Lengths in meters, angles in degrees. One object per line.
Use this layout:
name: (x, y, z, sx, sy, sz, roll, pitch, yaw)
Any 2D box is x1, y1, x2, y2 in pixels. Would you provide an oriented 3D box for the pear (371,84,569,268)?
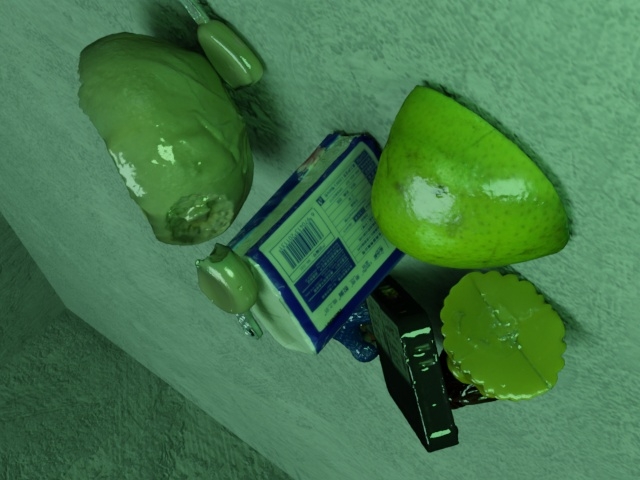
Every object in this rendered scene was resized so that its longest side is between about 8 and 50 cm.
pear: (0.192, -0.029, 1.396, 0.239, 0.139, 0.288, 24, 154, 24)

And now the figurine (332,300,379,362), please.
figurine: (0.023, 0.128, 1.986, 0.262, 0.121, 0.164, 46, 155, -5)

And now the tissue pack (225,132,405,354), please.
tissue pack: (0.000, 0.000, 1.591, 0.137, 0.270, 0.209, 15, 147, 48)

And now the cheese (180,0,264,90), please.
cheese: (-0.161, -0.308, 1.628, 0.192, 0.037, 0.097, 51, 157, -20)

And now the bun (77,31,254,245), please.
bun: (-0.222, -0.176, 1.732, 0.364, 0.202, 0.364, 64, -177, -7)

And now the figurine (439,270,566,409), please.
figurine: (0.255, 0.173, 1.664, 0.187, 0.168, 0.315, 29, 166, 9)

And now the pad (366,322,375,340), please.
pad: (0.096, 0.163, 2.094, 0.211, 0.003, 0.143, 51, 158, -19)

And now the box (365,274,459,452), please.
box: (0.137, 0.183, 1.725, 0.350, 0.058, 0.211, -124, 21, -79)

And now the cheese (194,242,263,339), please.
cheese: (-0.125, 0.072, 1.507, 0.092, 0.047, 0.171, 33, 154, 25)
